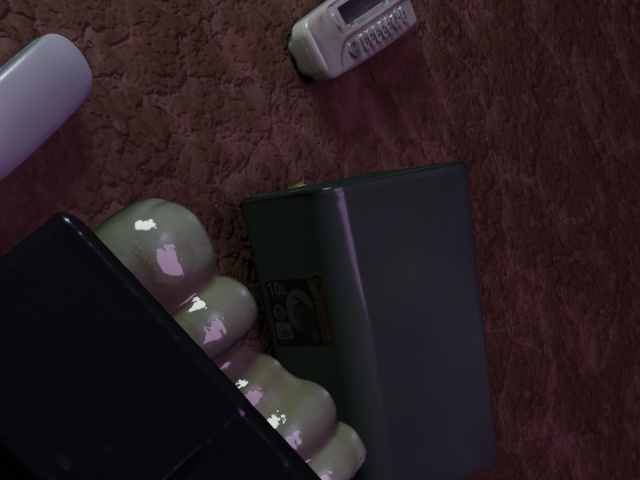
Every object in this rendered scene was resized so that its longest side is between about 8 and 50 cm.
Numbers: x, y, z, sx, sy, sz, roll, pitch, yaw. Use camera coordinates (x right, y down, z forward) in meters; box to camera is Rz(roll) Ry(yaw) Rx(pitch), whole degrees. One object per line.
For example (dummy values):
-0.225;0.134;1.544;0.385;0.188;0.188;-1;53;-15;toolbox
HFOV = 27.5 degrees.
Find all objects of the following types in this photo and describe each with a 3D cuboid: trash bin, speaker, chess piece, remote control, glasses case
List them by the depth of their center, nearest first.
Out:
-0.152;0.183;1.119;0.180;0.184;0.388;-41;77;-14;speaker
-0.282;-0.123;1.217;0.076;0.049;0.197;55;44;-21;glasses case
-0.112;0.115;1.258;0.182;0.182;0.330;-39;101;-47;chess piece
0.066;0.099;1.416;0.223;0.158;0.343;-12;93;-41;trash bin
0.041;-0.269;1.631;0.230;0.049;0.090;-40;107;-47;remote control

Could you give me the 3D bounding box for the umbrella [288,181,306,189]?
0.000;0.000;1.502;0.037;0.040;0.144;-31;106;-30;umbrella
